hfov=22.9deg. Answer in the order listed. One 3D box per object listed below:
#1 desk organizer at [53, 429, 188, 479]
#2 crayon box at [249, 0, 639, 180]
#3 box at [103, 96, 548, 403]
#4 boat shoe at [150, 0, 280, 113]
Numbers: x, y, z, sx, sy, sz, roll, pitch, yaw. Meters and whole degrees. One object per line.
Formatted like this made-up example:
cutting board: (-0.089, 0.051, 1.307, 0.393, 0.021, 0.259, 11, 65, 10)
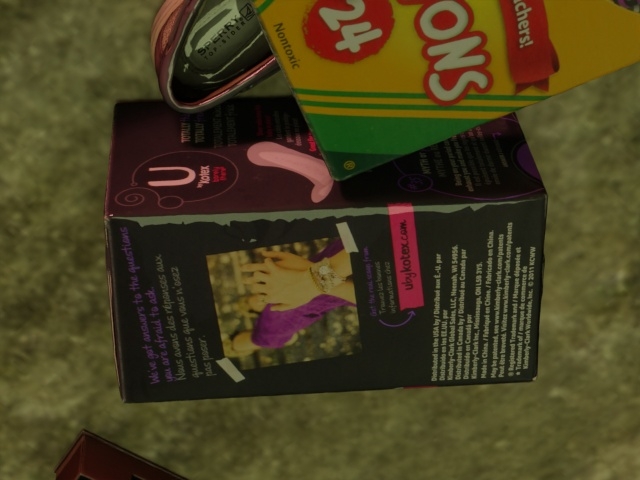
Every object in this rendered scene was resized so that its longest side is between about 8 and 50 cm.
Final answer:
desk organizer: (-0.138, 0.202, 1.206, 0.130, 0.050, 0.047, 29, 113, -19)
crayon box: (0.113, -0.183, 0.884, 0.318, 0.081, 0.202, -22, 127, 6)
box: (0.000, 0.000, 1.036, 0.270, 0.165, 0.143, -2, 120, -3)
boat shoe: (-0.001, -0.184, 0.972, 0.103, 0.092, 0.285, 39, 110, -23)
